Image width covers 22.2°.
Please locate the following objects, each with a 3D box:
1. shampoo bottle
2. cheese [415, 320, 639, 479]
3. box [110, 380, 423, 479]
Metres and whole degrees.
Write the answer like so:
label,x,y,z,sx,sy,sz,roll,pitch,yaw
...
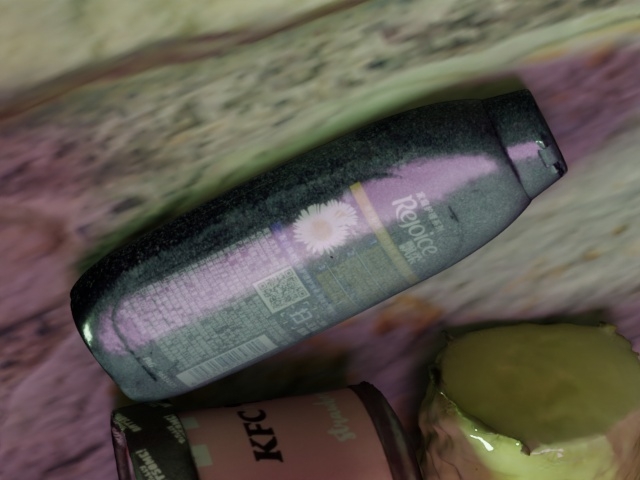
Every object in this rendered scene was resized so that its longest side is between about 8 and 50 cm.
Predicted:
label,x,y,z,sx,sy,sz,roll,pitch,yaw
shampoo bottle,0.000,0.000,0.757,0.234,0.049,0.087,-27,127,11
cheese,0.109,0.130,0.854,0.123,0.094,0.167,-6,129,-8
box,-0.023,0.143,0.810,0.135,0.151,0.151,-12,130,-11
